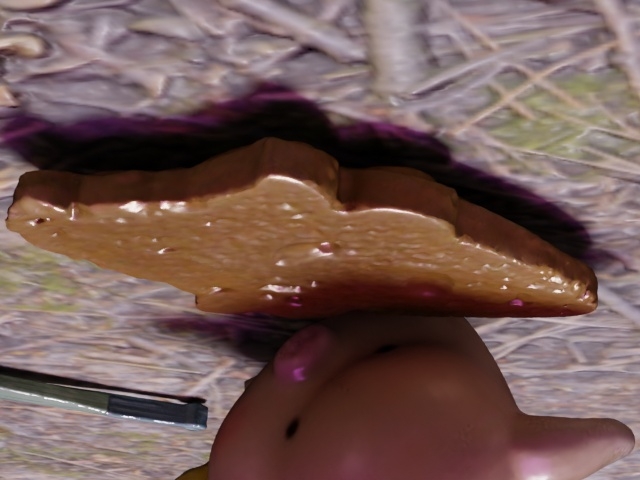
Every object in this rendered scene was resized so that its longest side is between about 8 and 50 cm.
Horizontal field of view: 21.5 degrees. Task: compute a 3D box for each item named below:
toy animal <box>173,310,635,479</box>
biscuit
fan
[{"bbox_3d":[0.016,0.113,0.803,0.149,0.165,0.248,42,167,-5],"label":"toy animal"},{"bbox_3d":[0.000,0.000,0.676,0.250,0.035,0.162,12,162,-19],"label":"biscuit"},{"bbox_3d":[-0.155,0.083,0.931,0.193,0.016,0.038,12,159,-18],"label":"fan"}]
